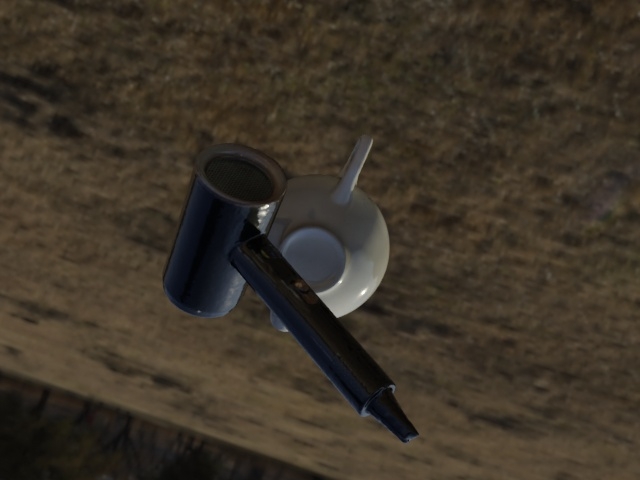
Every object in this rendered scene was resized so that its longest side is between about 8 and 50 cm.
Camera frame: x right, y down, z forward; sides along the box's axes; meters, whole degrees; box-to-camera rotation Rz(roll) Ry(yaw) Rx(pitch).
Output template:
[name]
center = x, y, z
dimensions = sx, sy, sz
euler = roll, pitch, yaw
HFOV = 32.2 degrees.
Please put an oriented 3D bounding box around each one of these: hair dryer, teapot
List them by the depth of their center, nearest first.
[hair dryer]
center = -0.023, 0.059, 0.795
dimensions = 0.070, 0.128, 0.255
euler = -16, -125, -39
[teapot]
center = 0.000, 0.000, 1.093
dimensions = 0.145, 0.226, 0.092
euler = 27, -168, -5
